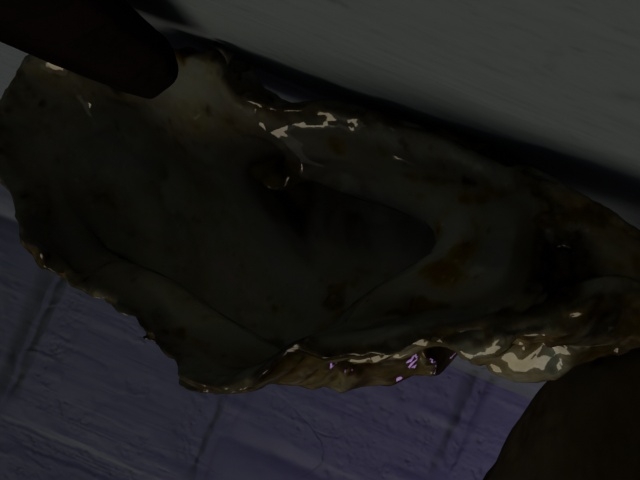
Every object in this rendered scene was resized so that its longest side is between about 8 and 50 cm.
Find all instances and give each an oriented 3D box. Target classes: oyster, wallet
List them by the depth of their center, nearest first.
[{"bbox_3d":[-0.158,-0.120,0.631,0.182,0.049,0.229,21,176,15],"label":"wallet"},{"bbox_3d":[0.002,-0.001,0.724,0.341,0.166,0.110,3,159,20],"label":"oyster"}]

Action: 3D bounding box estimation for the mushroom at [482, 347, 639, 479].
[{"bbox_3d":[0.200,0.134,0.753,0.293,0.292,0.290,24,-156,-9],"label":"mushroom"}]
